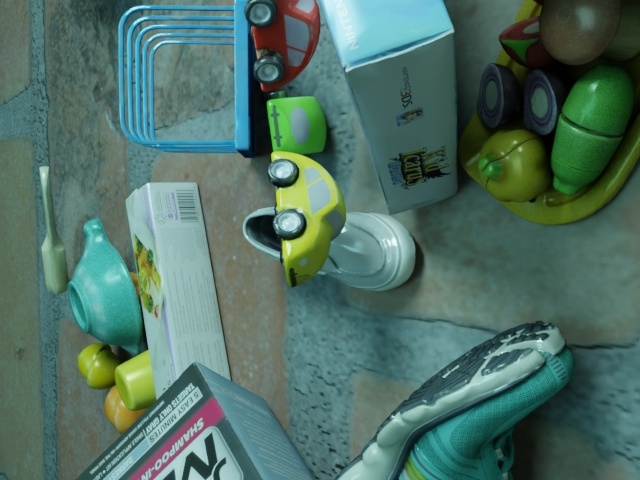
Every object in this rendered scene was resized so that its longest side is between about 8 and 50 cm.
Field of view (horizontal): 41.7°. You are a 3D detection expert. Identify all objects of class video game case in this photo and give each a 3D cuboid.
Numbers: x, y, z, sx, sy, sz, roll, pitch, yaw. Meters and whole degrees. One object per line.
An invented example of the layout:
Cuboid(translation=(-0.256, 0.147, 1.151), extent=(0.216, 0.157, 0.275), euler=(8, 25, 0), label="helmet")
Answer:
Cuboid(translation=(0.022, -0.179, 0.540), extent=(0.061, 0.244, 0.269), euler=(-18, 73, 6), label="video game case")

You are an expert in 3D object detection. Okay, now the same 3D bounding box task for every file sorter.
Cuboid(translation=(-0.110, -0.134, 0.741), extent=(0.170, 0.105, 0.118), euler=(-132, 42, -85), label="file sorter")

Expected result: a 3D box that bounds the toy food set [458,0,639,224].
Cuboid(translation=(0.140, -0.110, 0.500), extent=(0.128, 0.071, 0.217), euler=(47, 127, 40), label="toy food set")

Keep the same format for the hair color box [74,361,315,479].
Cuboid(translation=(-0.061, 0.293, 0.660), extent=(0.185, 0.113, 0.374), euler=(-45, 46, 4), label="hair color box")

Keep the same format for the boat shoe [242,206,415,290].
Cuboid(translation=(0.000, 0.000, 0.698), extent=(0.184, 0.063, 0.066), euler=(24, 111, 50), label="boat shoe")

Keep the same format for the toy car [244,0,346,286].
Cuboid(translation=(-0.019, -0.094, 0.667), extent=(0.225, 0.053, 0.238), euler=(-105, 8, -84), label="toy car")

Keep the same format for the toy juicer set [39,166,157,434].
Cuboid(translation=(-0.263, 0.086, 1.046), extent=(0.329, 0.090, 0.209), euler=(59, 148, 21), label="toy juicer set")

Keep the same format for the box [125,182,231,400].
Cuboid(translation=(-0.146, 0.097, 0.897), extent=(0.063, 0.067, 0.323), euler=(-26, 73, 52), label="box")

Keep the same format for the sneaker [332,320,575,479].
Cuboid(translation=(0.095, 0.155, 0.578), extent=(0.110, 0.107, 0.275), euler=(45, 134, 18), label="sneaker")
